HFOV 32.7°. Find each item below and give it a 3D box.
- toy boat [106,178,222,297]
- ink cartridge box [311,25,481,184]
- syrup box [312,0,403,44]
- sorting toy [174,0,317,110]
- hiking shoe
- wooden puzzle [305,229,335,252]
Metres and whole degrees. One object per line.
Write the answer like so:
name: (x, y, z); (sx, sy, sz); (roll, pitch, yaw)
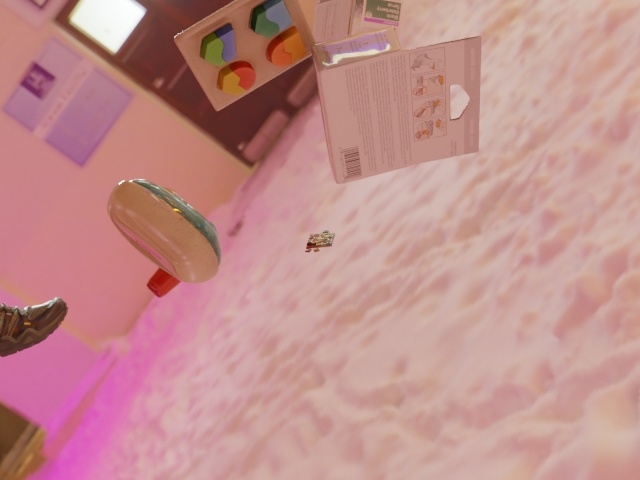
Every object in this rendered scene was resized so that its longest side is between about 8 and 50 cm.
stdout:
toy boat: (-0.291, -0.007, 2.144); (0.148, 0.267, 0.318); (-47, -16, -23)
ink cartridge box: (0.132, -0.231, 1.815); (0.296, 0.261, 0.066); (80, 176, -55)
syrup box: (0.065, -0.406, 2.004); (0.237, 0.093, 0.096); (-162, 78, -71)
sorting toy: (-0.105, -0.294, 1.664); (0.193, 0.038, 0.208); (-31, -28, -2)
hiking shoe: (-0.499, 0.122, 1.663); (0.227, 0.114, 0.086); (-25, 10, -25)
wooden puzzle: (0.000, 0.000, 2.029); (0.049, 0.006, 0.083); (-6, 27, 11)
